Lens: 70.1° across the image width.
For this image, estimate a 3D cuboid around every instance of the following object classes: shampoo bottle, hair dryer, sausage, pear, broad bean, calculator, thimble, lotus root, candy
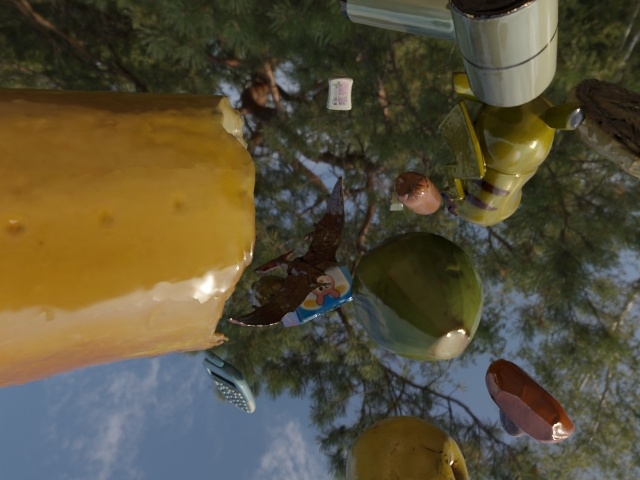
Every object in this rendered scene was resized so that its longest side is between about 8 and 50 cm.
[{"bbox_3d":[0.056,-0.432,1.320,0.072,0.099,0.043,2,-153,0],"label":"shampoo bottle"},{"bbox_3d":[0.164,-0.336,0.683,0.362,0.203,0.128,28,-93,31],"label":"hair dryer"},{"bbox_3d":[0.331,-0.158,1.541,0.121,0.121,0.304,22,-176,23],"label":"sausage"},{"bbox_3d":[0.231,0.658,1.236,0.349,0.348,0.348,0,-140,0],"label":"pear"},{"bbox_3d":[0.576,0.503,1.344,0.085,0.165,0.114,5,-144,-1],"label":"broad bean"},{"bbox_3d":[-0.304,0.469,1.514,0.189,0.302,0.042,15,-136,36],"label":"calculator"},{"bbox_3d":[0.328,-0.185,1.990,0.062,0.109,0.084,-3,-151,1],"label":"thimble"},{"bbox_3d":[-0.179,0.217,1.771,0.142,0.169,0.314,27,179,-36],"label":"lotus root"},{"bbox_3d":[0.371,0.293,0.818,0.179,0.089,0.089,44,-127,12],"label":"sausage"},{"bbox_3d":[-0.022,0.147,1.181,0.158,0.306,0.100,-22,-96,-15],"label":"candy"}]

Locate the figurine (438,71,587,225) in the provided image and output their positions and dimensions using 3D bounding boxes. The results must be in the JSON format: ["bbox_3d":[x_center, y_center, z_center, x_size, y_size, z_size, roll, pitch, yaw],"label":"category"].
[{"bbox_3d":[0.320,-0.168,0.853,0.218,0.326,0.169,33,-130,19],"label":"figurine"}]

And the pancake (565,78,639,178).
[{"bbox_3d":[0.706,-0.228,0.975,0.388,0.082,0.386,7,-131,-9],"label":"pancake"}]

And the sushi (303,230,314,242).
[{"bbox_3d":[0.000,0.000,1.420,0.099,0.047,0.050,27,-139,-3],"label":"sushi"}]

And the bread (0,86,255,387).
[{"bbox_3d":[-0.280,0.020,0.462,0.395,0.361,0.250,-9,-97,-31],"label":"bread"}]

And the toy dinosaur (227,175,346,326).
[{"bbox_3d":[-0.042,0.027,0.878,0.327,0.113,0.206,-38,-144,-2],"label":"toy dinosaur"}]

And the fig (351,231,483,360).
[{"bbox_3d":[0.149,0.085,0.720,0.208,0.207,0.230,10,-173,11],"label":"fig"}]
